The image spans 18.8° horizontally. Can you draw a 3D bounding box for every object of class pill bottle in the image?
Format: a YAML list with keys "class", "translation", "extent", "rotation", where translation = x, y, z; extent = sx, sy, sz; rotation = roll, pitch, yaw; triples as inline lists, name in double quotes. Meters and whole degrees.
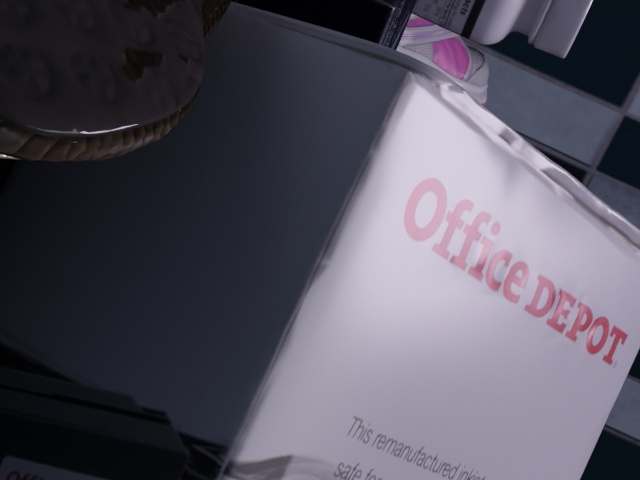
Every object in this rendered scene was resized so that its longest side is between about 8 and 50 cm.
- class: "pill bottle"
  translation: [0.094, -0.199, 1.313]
  extent: [0.108, 0.193, 0.108]
  rotation: [25, 90, -88]

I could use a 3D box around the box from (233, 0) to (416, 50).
- class: "box"
  translation: [0.004, -0.140, 1.190]
  extent: [0.158, 0.093, 0.156]
  rotation: [-64, 177, -49]

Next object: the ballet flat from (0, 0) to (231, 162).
- class: "ballet flat"
  translation: [-0.075, -0.072, 0.605]
  extent: [0.058, 0.084, 0.250]
  rotation: [-40, -169, 22]

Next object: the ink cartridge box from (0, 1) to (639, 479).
- class: "ink cartridge box"
  translation: [-0.039, 0.127, 0.817]
  extent: [0.285, 0.166, 0.395]
  rotation: [31, 83, -57]

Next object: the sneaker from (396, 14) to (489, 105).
- class: "sneaker"
  translation: [0.064, -0.165, 1.473]
  extent: [0.252, 0.103, 0.111]
  rotation: [10, 89, -66]
